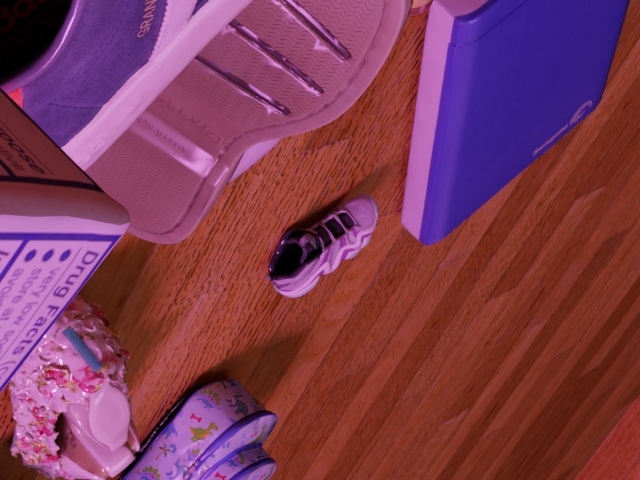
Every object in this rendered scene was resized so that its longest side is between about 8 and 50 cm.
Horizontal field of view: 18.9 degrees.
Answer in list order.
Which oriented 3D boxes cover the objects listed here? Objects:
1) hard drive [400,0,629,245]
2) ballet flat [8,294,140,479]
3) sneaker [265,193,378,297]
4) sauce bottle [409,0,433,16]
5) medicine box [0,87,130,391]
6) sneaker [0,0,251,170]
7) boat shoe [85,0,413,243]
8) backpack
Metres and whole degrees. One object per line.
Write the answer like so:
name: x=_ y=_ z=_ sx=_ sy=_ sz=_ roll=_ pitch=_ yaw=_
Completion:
hard drive: x=0.154 y=-0.140 z=1.435 sx=0.210 sy=0.040 sz=0.318 roll=-40 pitch=160 yaw=-19
ballet flat: x=-0.155 y=0.114 z=1.241 sx=0.091 sy=0.077 sz=0.241 roll=-42 pitch=161 yaw=-16
sneaker: x=0.000 y=0.000 z=1.397 sx=0.098 sy=0.038 sz=0.069 roll=-47 pitch=162 yaw=0
sauce bottle: x=0.056 y=-0.184 z=1.131 sx=0.042 sy=0.042 sz=0.128 roll=-38 pitch=159 yaw=-24
medicine box: x=-0.238 y=-0.039 z=0.453 sx=0.149 sy=0.263 sz=0.289 roll=-51 pitch=160 yaw=16
sneaker: x=-0.070 y=-0.166 z=0.773 sx=0.350 sy=0.131 sz=0.148 roll=-52 pitch=155 yaw=4
boat shoe: x=-0.036 y=-0.105 z=0.963 sx=0.302 sy=0.113 sz=0.103 roll=-36 pitch=-161 yaw=55
backpack: x=-0.084 y=0.169 z=1.496 sx=0.114 sy=0.084 sz=0.105 roll=-55 pitch=162 yaw=16
